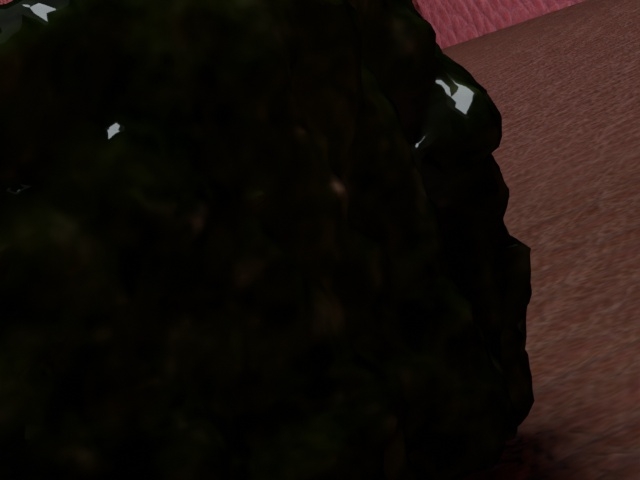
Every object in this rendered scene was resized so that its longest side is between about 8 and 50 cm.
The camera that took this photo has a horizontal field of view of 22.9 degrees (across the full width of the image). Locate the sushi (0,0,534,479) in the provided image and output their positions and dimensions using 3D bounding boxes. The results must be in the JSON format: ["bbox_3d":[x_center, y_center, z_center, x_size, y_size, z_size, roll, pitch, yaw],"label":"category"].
[{"bbox_3d":[-0.088,0.034,0.495,0.294,0.178,0.352,-22,3,-23],"label":"sushi"}]
